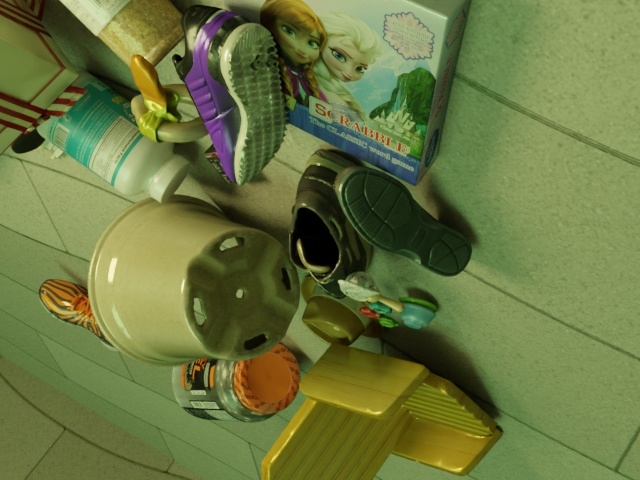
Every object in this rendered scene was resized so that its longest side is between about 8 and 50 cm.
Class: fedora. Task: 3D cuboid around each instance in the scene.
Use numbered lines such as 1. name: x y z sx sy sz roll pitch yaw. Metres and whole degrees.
1. fedora: 0.028 0.153 1.717 0.194 0.079 0.194 28 151 17

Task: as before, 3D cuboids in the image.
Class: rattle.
1. rattle: -0.178 -0.231 1.285 0.130 0.200 0.142 -132 32 -55

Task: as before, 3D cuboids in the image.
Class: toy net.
1. toy net: 0.099 0.098 1.510 0.122 0.045 0.232 2 157 43

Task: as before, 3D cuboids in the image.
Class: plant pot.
1. plant pot: -0.203 0.083 1.554 0.334 0.334 0.305 50 157 -25

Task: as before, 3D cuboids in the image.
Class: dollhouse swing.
1. dollhouse swing: 0.117 0.419 1.708 0.315 0.305 0.347 8 154 42

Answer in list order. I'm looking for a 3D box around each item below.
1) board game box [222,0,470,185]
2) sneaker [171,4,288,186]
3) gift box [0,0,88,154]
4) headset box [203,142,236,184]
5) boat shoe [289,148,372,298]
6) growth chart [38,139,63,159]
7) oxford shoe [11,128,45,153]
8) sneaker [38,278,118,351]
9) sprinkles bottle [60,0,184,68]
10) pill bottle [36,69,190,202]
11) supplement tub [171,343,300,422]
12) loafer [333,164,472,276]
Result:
1. board game box: 0.019 -0.249 1.133 0.319 0.066 0.318 28 151 16
2. sneaker: -0.133 -0.208 1.209 0.146 0.102 0.293 33 149 22
3. gift box: -0.553 -0.298 1.410 0.255 0.276 0.258 56 -169 15
4. headset box: -0.161 -0.140 1.533 0.062 0.032 0.083 -3 132 49
5. boat shoe: 0.000 0.000 1.462 0.132 0.130 0.355 24 149 22
6. growth chart: -0.629 -0.271 1.863 0.237 0.021 0.172 49 150 -22
7. oxford shoe: -0.622 -0.248 1.818 0.076 0.076 0.212 61 158 14
8. sneaker: -0.646 0.196 2.508 0.321 0.124 0.180 34 150 -18
9. sprinkles bottle: -0.349 -0.399 1.255 0.355 0.121 0.121 45 151 -16
10. pill bottle: -0.368 -0.180 1.581 0.264 0.146 0.146 36 152 1
11. supplement tub: -0.204 0.333 2.110 0.207 0.207 0.338 47 149 -19
12. loafer: 0.110 -0.029 1.290 0.267 0.096 0.084 34 -176 -32
